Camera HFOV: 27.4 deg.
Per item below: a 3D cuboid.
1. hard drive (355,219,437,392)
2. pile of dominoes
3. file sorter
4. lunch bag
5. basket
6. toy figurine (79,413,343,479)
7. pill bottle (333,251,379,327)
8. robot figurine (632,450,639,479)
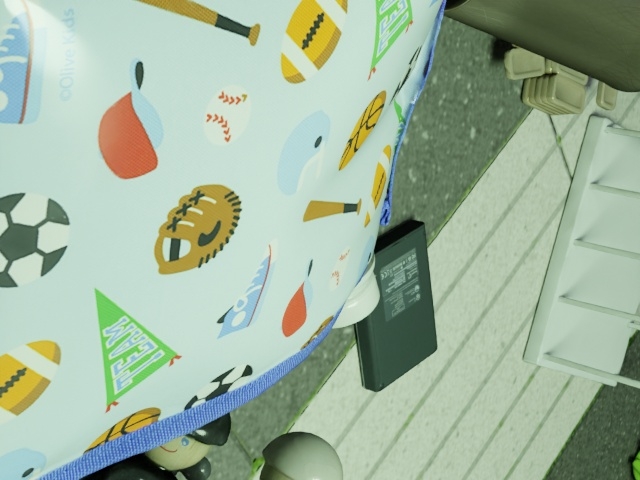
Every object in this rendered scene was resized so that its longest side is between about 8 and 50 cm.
[{"bbox_3d":[0.068,0.060,1.207,0.094,0.022,0.135,-30,122,-41],"label":"hard drive"},{"bbox_3d":[0.246,-0.257,1.325,0.196,0.040,0.251,14,82,-46],"label":"pile of dominoes"},{"bbox_3d":[0.376,0.031,1.435,0.192,0.173,0.278,19,86,-50],"label":"file sorter"},{"bbox_3d":[-0.084,-0.080,0.729,0.385,0.239,0.328,-20,136,-40],"label":"lunch bag"},{"bbox_3d":[0.200,-0.243,1.153,0.226,0.154,0.204,4,73,-36],"label":"basket"},{"bbox_3d":[-0.114,0.146,0.878,0.213,0.209,0.148,32,88,-48],"label":"toy figurine"},{"bbox_3d":[0.000,0.000,1.069,0.078,0.078,0.137,-44,130,-32],"label":"pill bottle"},{"bbox_3d":[0.439,0.294,1.660,0.101,0.067,0.115,-51,140,7],"label":"robot figurine"}]
